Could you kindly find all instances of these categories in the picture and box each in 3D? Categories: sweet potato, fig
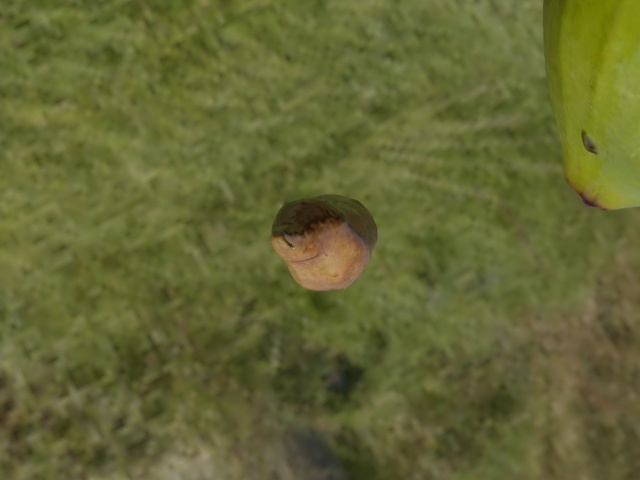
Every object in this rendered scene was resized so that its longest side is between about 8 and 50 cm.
[{"bbox_3d":[0.000,0.000,1.039,0.056,0.056,0.195,-31,174,7],"label":"sweet potato"},{"bbox_3d":[0.203,-0.107,1.038,0.225,0.203,0.203,-56,156,19],"label":"fig"}]
